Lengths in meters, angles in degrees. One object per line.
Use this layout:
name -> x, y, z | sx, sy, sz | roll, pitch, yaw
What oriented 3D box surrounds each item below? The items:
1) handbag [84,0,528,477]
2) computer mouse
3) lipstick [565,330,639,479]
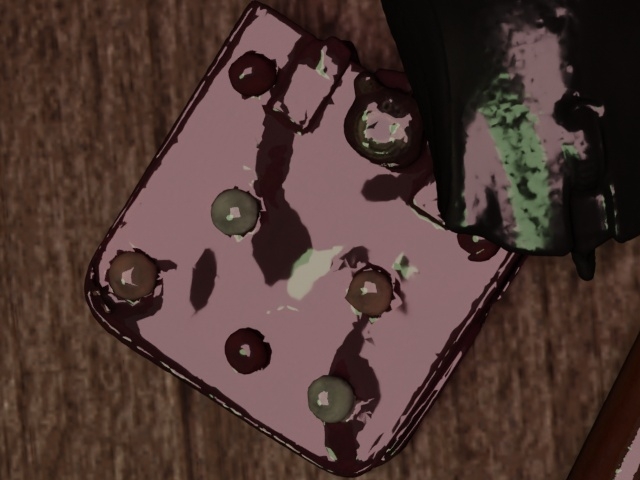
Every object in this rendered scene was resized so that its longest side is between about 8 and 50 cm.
handbag -> -0.001, 0.001, 1.053 | 0.203, 0.074, 0.216 | 33, 98, 6
computer mouse -> 0.113, -0.110, 0.987 | 0.147, 0.088, 0.264 | -14, 80, -7
lipstick -> 0.127, 0.209, 1.051 | 0.057, 0.057, 0.357 | 27, 97, 8
